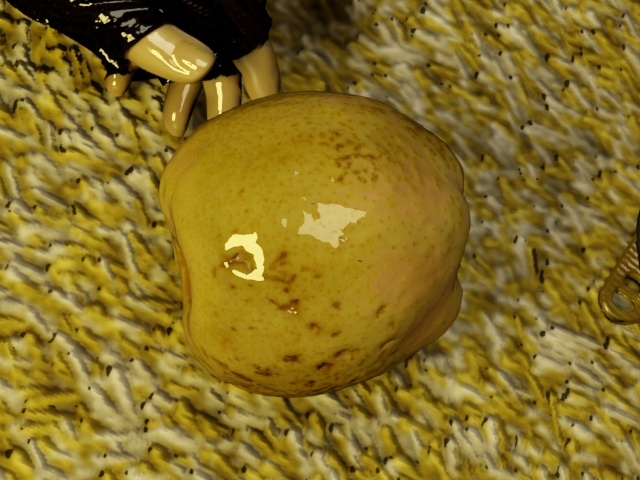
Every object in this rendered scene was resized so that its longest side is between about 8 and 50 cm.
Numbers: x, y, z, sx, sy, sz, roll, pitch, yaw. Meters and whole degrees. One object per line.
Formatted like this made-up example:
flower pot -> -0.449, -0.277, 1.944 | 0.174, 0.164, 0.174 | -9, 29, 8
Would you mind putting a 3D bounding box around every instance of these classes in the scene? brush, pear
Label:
brush -> 0.244, -0.029, 0.855 | 0.082, 0.010, 0.218 | 34, 66, 0
pear -> 0.000, 0.000, 0.696 | 0.178, 0.178, 0.178 | 5, 68, -12

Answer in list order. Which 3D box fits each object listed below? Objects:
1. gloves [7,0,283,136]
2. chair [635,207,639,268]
gloves -> -0.102, -0.136, 0.743 | 0.203, 0.164, 0.124 | 28, 104, -11
chair -> 0.414, -0.040, 0.787 | 0.401, 0.226, 0.226 | -30, 79, -23
